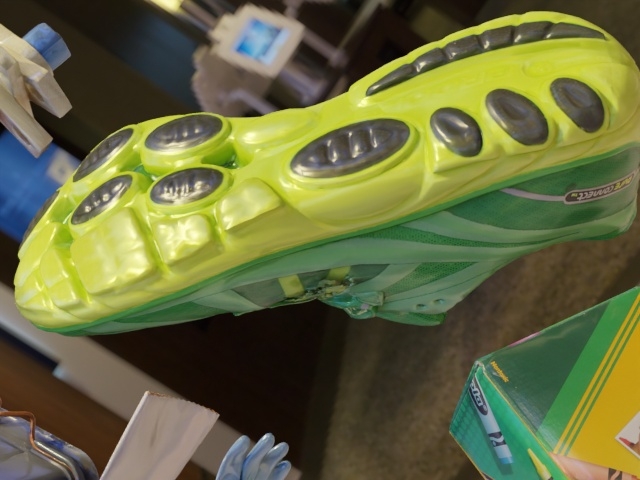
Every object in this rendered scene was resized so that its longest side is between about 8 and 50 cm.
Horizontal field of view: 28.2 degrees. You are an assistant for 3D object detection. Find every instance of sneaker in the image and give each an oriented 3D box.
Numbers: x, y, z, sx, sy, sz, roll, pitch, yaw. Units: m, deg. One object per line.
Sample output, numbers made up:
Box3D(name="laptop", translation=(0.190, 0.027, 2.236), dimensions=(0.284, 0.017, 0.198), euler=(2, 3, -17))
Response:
Box3D(name="sneaker", translation=(0.000, 0.000, 0.554), dimensions=(0.296, 0.123, 0.109), euler=(-13, 44, 16))

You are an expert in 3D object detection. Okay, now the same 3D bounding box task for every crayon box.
Box3D(name="crayon box", translation=(0.223, 0.162, 0.728), dimensions=(0.165, 0.278, 0.081), euler=(-21, -33, -27))

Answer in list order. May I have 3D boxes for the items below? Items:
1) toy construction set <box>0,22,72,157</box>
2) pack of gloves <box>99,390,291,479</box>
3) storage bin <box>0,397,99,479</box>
Box3D(name="toy construction set", translation=(-0.178, -0.214, 0.919), dimensions=(0.151, 0.215, 0.327), euler=(-5, 39, 49))
Box3D(name="pack of gloves", translation=(-0.126, 0.256, 1.094), dimensions=(0.046, 0.195, 0.232), euler=(37, 98, 44))
Box3D(name="storage bin", translation=(-0.205, 0.141, 0.717), dimensions=(0.091, 0.135, 0.098), euler=(-1, -73, -55))
